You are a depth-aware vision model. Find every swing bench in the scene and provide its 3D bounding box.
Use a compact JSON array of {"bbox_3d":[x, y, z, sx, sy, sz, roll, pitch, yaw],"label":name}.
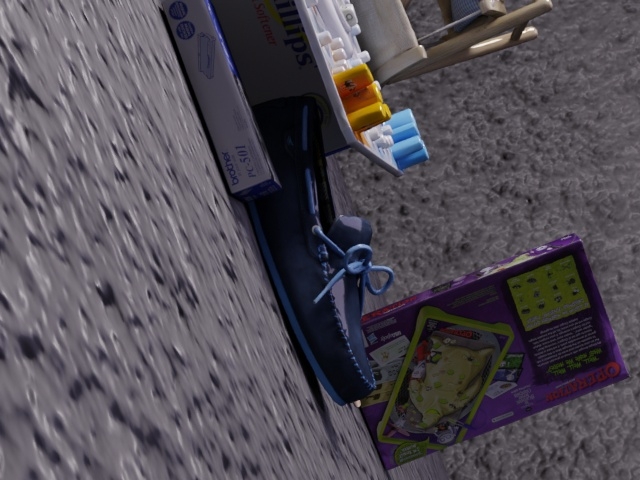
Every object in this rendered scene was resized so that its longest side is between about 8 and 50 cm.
[{"bbox_3d":[0.133,-0.353,1.913,0.165,0.255,0.253,82,-14,-82],"label":"swing bench"}]

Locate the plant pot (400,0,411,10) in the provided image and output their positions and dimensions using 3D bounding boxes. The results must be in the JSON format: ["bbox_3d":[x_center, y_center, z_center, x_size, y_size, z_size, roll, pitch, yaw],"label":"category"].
[{"bbox_3d":[-0.030,-0.410,2.190,0.323,0.323,0.280,68,22,-14],"label":"plant pot"}]

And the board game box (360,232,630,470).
[{"bbox_3d":[0.209,0.147,1.912,0.056,0.347,0.208,-102,171,-79],"label":"board game box"}]

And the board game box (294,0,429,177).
[{"bbox_3d":[0.019,-0.278,1.667,0.390,0.050,0.390,14,56,-78],"label":"board game box"}]

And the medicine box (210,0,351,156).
[{"bbox_3d":[-0.045,-0.234,1.876,0.289,0.149,0.263,-68,137,-83],"label":"medicine box"}]

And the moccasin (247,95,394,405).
[{"bbox_3d":[0.000,0.000,1.535,0.138,0.117,0.342,41,28,-81],"label":"moccasin"}]

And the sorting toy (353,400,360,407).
[{"bbox_3d":[0.027,0.161,1.799,0.062,0.012,0.083,53,20,-58],"label":"sorting toy"}]

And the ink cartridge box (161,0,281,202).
[{"bbox_3d":[-0.099,-0.145,1.471,0.097,0.046,0.207,43,26,-83],"label":"ink cartridge box"}]
